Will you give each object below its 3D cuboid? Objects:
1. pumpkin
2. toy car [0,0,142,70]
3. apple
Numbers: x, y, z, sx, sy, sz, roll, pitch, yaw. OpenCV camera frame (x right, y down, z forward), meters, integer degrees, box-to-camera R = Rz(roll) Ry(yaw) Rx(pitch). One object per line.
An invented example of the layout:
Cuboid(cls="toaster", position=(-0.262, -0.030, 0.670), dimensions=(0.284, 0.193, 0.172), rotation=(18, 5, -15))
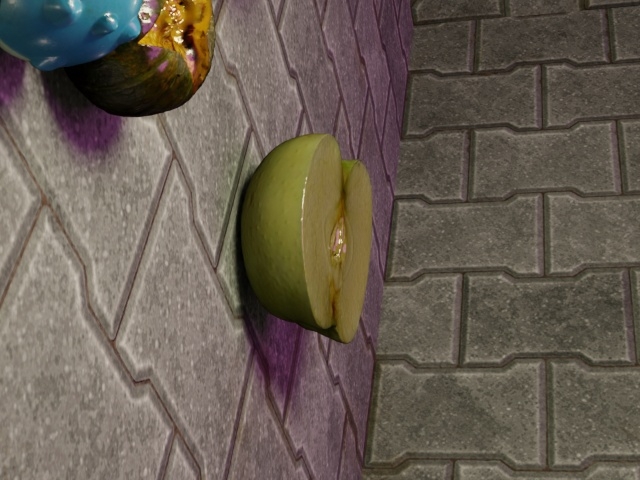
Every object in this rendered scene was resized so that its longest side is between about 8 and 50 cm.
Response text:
Cuboid(cls="pumpkin", position=(-0.229, -0.264, 1.259), dimensions=(0.238, 0.159, 0.238), rotation=(-7, 90, -70))
Cuboid(cls="toy car", position=(-0.253, -0.303, 1.042), dimensions=(0.188, 0.190, 0.255), rotation=(11, 76, -61))
Cuboid(cls="apple", position=(0.000, 0.000, 1.914), dimensions=(0.312, 0.320, 0.360), rotation=(162, -64, -64))
